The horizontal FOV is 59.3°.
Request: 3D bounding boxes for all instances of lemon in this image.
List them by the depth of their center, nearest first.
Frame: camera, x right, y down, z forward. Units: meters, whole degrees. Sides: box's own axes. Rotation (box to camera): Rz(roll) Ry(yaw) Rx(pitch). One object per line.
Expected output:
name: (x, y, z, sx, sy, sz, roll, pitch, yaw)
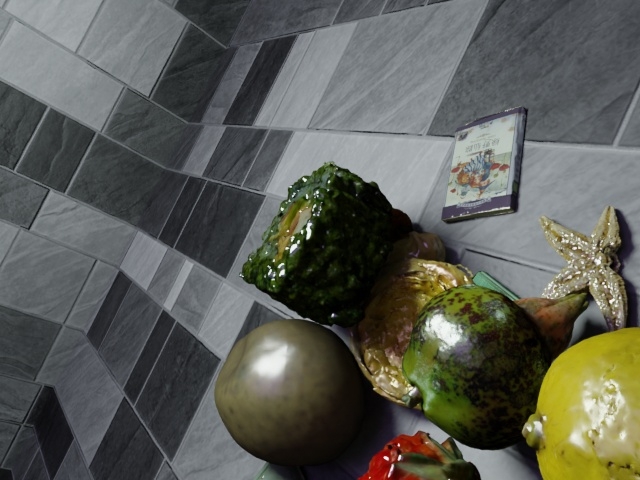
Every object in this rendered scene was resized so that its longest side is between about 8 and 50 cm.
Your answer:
lemon: (0.379, 0.219, 0.600, 0.283, 0.260, 0.261, 19, 81, 29)

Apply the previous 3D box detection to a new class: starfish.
starfish: (0.401, 0.053, 0.877, 0.138, 0.050, 0.248, -18, 50, 46)

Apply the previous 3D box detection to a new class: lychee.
lychee: (0.141, -0.016, 1.190, 0.146, 0.114, 0.114, 1, 67, 65)

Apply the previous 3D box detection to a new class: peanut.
peanut: (0.144, 0.089, 1.117, 0.117, 0.101, 0.263, 40, 104, 22)

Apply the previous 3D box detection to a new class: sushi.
sushi: (0.000, 0.000, 1.087, 0.294, 0.178, 0.352, -61, 17, -7)

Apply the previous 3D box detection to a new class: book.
book: (0.325, -0.152, 1.128, 0.157, 0.026, 0.231, -11, 58, 48)

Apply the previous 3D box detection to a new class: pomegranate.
pomegranate: (0.244, 0.155, 0.806, 0.203, 0.222, 0.276, 12, 46, 38)

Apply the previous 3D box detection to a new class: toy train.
toy train: (0.302, 0.111, 0.967, 0.071, 0.038, 0.148, -53, 36, 7)

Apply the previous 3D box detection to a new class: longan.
longan: (-0.064, 0.295, 1.102, 0.350, 0.288, 0.289, -24, 49, 50)

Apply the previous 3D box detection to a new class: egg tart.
egg tart: (0.186, 0.157, 0.997, 0.290, 0.107, 0.291, -2, 86, 35)

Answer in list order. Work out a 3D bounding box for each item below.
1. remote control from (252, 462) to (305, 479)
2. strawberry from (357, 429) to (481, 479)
remote control: (-0.153, 0.594, 1.175, 0.335, 0.065, 0.128, -53, 34, 10)
strawberry: (0.144, 0.454, 0.717, 0.312, 0.267, 0.351, 30, 89, 23)
